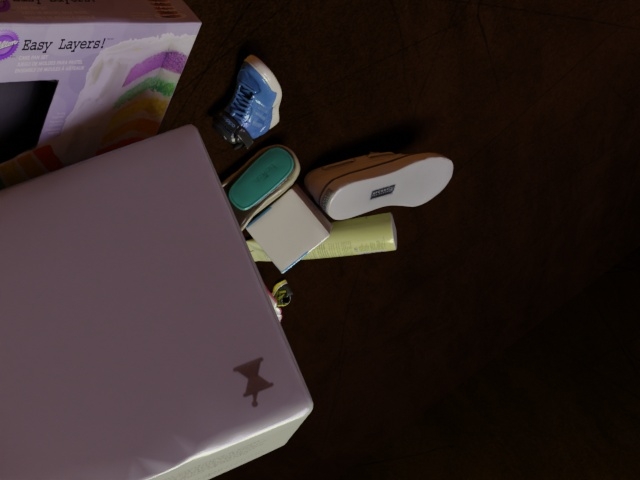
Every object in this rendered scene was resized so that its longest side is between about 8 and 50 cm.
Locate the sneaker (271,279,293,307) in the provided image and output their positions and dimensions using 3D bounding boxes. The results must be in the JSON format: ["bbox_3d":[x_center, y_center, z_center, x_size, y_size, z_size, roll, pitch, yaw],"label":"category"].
[{"bbox_3d":[-0.073,0.105,2.036,0.031,0.035,0.083,-23,153,-31],"label":"sneaker"}]

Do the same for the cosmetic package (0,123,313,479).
[{"bbox_3d":[-0.229,0.126,1.290,0.329,0.327,0.394,-21,168,-11],"label":"cosmetic package"}]

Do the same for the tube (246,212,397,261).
[{"bbox_3d":[0.000,0.000,1.830,0.240,0.062,0.070,-9,117,8],"label":"tube"}]

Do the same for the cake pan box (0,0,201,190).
[{"bbox_3d":[-0.278,-0.143,1.179,0.267,0.070,0.246,-9,137,-44],"label":"cake pan box"}]

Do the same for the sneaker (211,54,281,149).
[{"bbox_3d":[-0.097,-0.167,1.448,0.084,0.058,0.152,-41,166,-16],"label":"sneaker"}]

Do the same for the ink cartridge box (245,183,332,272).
[{"bbox_3d":[-0.045,-0.021,1.720,0.092,0.090,0.143,-39,-176,5],"label":"ink cartridge box"}]

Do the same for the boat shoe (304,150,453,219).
[{"bbox_3d":[0.093,-0.100,1.821,0.267,0.088,0.096,-18,136,-33],"label":"boat shoe"}]

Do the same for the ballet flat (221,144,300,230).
[{"bbox_3d":[-0.133,-0.043,1.619,0.248,0.086,0.086,-36,158,-10],"label":"ballet flat"}]

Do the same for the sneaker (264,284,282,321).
[{"bbox_3d":[-0.146,0.169,1.983,0.111,0.103,0.252,-22,147,-25],"label":"sneaker"}]
